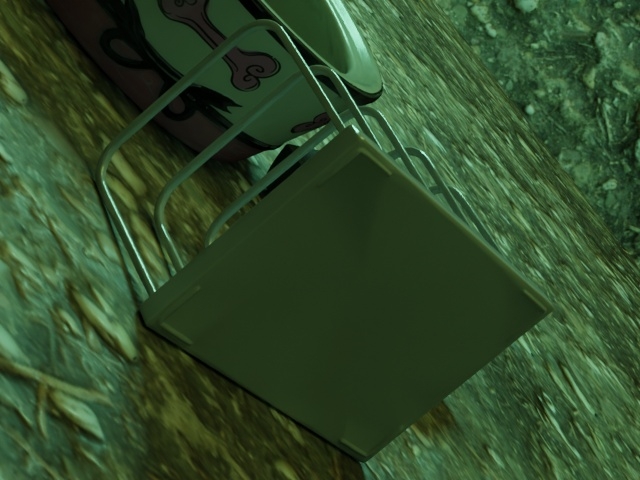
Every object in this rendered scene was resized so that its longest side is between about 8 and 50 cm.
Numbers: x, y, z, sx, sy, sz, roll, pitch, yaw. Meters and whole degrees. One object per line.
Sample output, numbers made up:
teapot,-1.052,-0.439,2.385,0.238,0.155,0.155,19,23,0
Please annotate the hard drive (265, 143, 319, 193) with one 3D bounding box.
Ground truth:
hard drive,0.047,0.026,1.694,0.254,0.054,0.172,55,14,11

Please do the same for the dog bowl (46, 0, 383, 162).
dog bowl,-0.126,-0.245,1.609,0.408,0.150,0.408,48,14,-16

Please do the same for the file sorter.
file sorter,0.000,0.000,1.324,0.278,0.193,0.173,38,16,-46
